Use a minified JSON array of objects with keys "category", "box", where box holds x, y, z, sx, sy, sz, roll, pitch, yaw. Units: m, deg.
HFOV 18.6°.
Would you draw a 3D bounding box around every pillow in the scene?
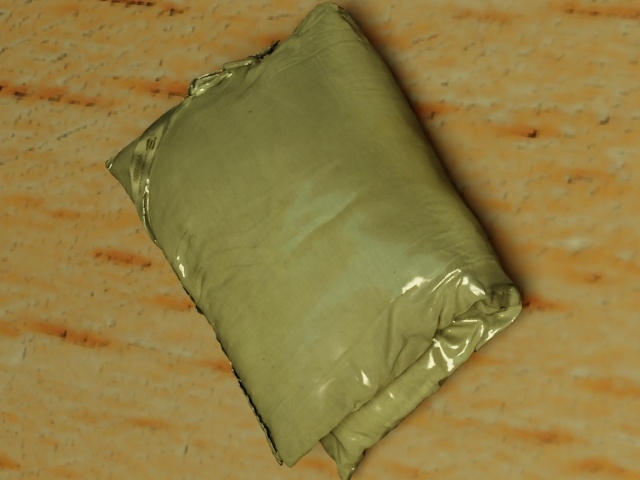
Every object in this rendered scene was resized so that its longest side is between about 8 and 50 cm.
[{"category":"pillow","box":[0.000,0.000,0.866,0.134,0.078,0.181,-39,65,20]}]
